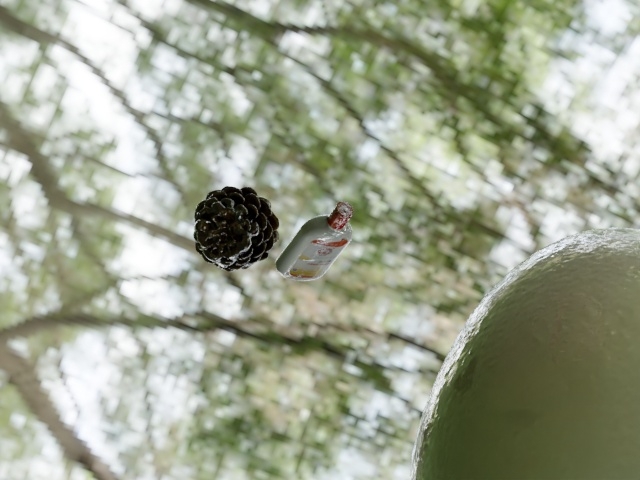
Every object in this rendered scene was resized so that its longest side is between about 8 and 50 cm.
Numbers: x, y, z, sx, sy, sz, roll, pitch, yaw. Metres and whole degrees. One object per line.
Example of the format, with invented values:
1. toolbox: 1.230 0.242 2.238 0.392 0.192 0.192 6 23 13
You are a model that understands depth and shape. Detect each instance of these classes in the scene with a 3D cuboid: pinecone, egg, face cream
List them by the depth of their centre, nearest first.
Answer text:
1. face cream: 0.000 0.000 1.303 0.083 0.040 0.021 -53 -139 49
2. egg: 0.247 0.152 1.481 0.354 0.354 0.340 -32 -136 43
3. pinecone: -0.074 -0.012 1.581 0.083 0.077 0.077 64 45 -79
